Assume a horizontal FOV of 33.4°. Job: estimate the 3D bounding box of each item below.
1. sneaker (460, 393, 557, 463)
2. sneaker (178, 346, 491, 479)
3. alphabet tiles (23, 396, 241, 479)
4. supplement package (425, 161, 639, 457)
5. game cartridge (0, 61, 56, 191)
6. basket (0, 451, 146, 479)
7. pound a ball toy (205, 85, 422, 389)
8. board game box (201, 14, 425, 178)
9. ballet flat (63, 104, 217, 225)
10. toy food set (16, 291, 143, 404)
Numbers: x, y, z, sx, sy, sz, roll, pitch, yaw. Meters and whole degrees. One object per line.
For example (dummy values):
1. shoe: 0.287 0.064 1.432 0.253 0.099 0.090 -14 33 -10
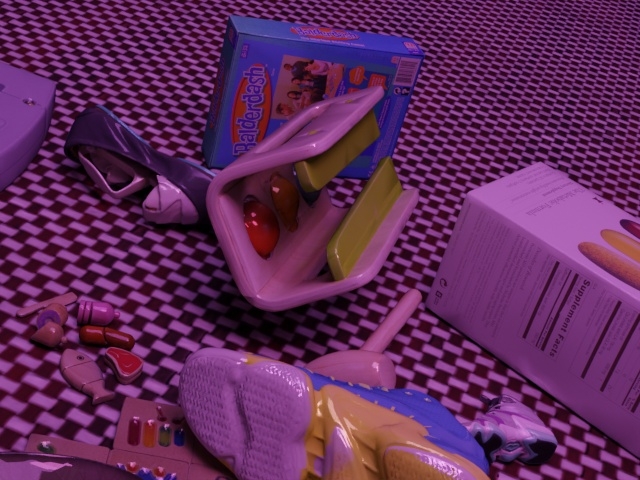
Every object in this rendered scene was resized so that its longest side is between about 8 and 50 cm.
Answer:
1. sneaker: 0.139 0.148 0.872 0.098 0.038 0.069 13 29 -25
2. sneaker: 0.017 0.142 0.778 0.240 0.091 0.126 27 14 16
3. alphabet tiles: -0.067 0.230 0.671 0.285 0.011 0.342 13 32 -7
4. supplement package: 0.244 0.054 0.972 0.244 0.134 0.139 35 36 27
5. game cartridge: -0.380 -0.103 1.005 0.196 0.060 0.294 17 31 7
6. basket: -0.160 0.234 0.476 0.204 0.154 0.227 -9 45 -5
7. pound a ball toy: 0.000 0.000 0.957 0.135 0.208 0.319 -15 14 19
8. board game box: -0.010 -0.149 1.148 0.210 0.160 0.047 3 33 -22
9. ballet flat: -0.165 -0.056 1.028 0.203 0.074 0.074 32 34 13
10. toy food set: -0.183 0.076 0.846 0.122 0.019 0.078 37 37 29
